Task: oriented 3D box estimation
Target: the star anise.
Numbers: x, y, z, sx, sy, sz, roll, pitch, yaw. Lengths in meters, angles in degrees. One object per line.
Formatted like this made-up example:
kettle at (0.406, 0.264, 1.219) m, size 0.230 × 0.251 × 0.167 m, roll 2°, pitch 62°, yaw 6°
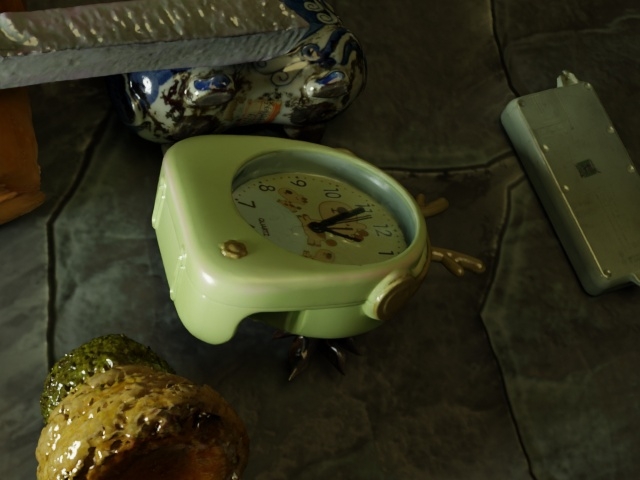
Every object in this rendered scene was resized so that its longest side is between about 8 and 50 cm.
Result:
star anise at (0.007, 0.076, 1.356) m, size 0.129 × 0.056 × 0.124 m, roll -11°, pitch 68°, yaw -24°

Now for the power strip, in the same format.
power strip at (0.302, -0.064, 1.543) m, size 0.118 × 0.046 × 0.270 m, roll -16°, pitch 72°, yaw -24°

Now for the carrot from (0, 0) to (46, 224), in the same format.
carrot at (-0.337, -0.141, 1.267) m, size 0.196 × 0.196 × 0.254 m, roll -12°, pitch 73°, yaw -25°

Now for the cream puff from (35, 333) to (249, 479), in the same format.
cream puff at (-0.170, 0.161, 1.205) m, size 0.183 × 0.183 × 0.169 m, roll -9°, pitch 40°, yaw -24°

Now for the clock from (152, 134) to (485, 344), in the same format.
clock at (0.000, 0.000, 1.329) m, size 0.308 × 0.096 × 0.235 m, roll 2°, pitch 37°, yaw -19°

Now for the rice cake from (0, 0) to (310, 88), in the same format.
rice cake at (-0.179, -0.183, 1.236) m, size 0.365 × 0.072 × 0.056 m, roll -12°, pitch 71°, yaw -30°

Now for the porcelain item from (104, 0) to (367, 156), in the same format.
porcelain item at (-0.089, -0.195, 1.414) m, size 0.288 × 0.138 × 0.186 m, roll -10°, pitch 65°, yaw -26°
